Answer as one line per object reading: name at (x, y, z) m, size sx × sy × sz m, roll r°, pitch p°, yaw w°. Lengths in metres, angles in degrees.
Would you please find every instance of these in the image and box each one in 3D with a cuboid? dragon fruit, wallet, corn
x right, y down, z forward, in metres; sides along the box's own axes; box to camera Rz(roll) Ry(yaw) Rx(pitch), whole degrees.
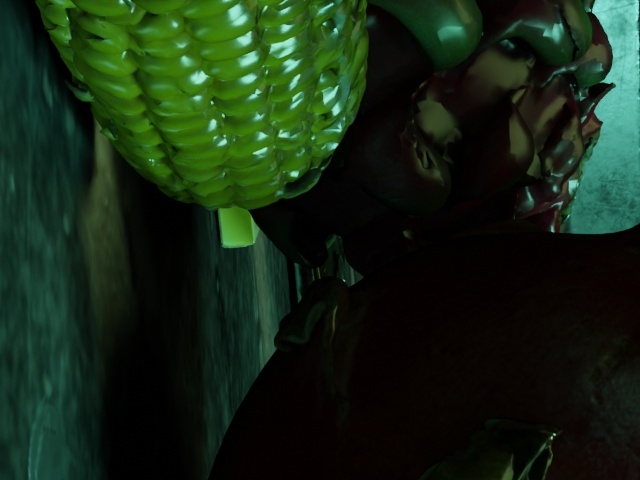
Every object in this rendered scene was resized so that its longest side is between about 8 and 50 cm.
dragon fruit at (0.060, 0.119, 0.580) m, size 0.250 × 0.315 × 0.250 m, roll 36°, pitch 23°, yaw -18°
dragon fruit at (0.025, -0.104, 0.659) m, size 0.273 × 0.198 × 0.218 m, roll 79°, pitch 18°, yaw -52°
wallet at (0.000, 0.000, 1.225) m, size 0.232 × 0.031 × 0.122 m, roll -66°, pitch 150°, yaw -81°
corn at (-0.041, -0.110, 0.407) m, size 0.318 × 0.115 × 0.115 m, roll 77°, pitch 11°, yaw -64°

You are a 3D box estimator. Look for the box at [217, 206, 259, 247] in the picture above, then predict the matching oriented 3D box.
box at (-0.046, -0.077, 0.812) m, size 0.073 × 0.020 × 0.149 m, roll -79°, pitch 164°, yaw -70°
